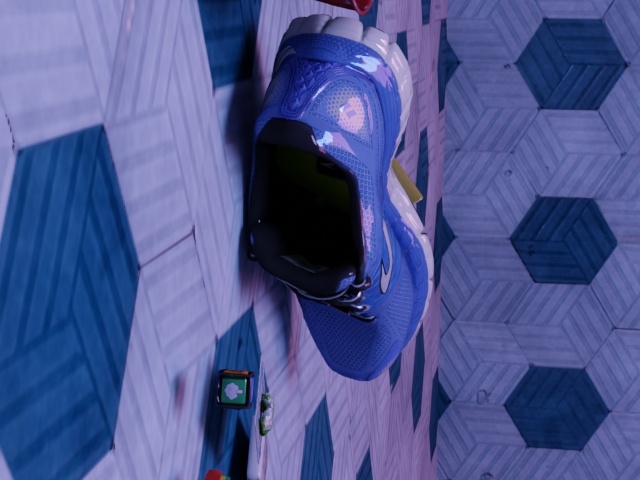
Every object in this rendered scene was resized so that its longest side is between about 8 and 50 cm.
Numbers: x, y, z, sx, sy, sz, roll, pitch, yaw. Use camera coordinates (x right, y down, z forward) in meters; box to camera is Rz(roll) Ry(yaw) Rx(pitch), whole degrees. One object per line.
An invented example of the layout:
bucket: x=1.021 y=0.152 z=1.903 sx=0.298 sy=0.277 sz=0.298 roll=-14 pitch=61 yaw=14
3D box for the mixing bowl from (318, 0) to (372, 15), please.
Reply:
mixing bowl: x=-0.019 y=-0.230 z=0.799 sx=0.181 sy=0.098 sz=0.181 roll=2 pitch=90 yaw=-80

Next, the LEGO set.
LEGO set: x=-0.065 y=0.178 z=0.846 sx=0.244 sy=0.060 sz=0.182 roll=92 pitch=2 yaw=-60

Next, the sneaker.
sneaker: x=0.000 y=0.000 z=0.973 sx=0.330 sy=0.129 sz=0.147 roll=78 pitch=32 yaw=-44

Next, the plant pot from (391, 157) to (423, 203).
plant pot: x=0.027 y=-0.051 z=1.117 sx=0.083 sy=0.081 sz=0.081 roll=59 pitch=-3 yaw=-4
